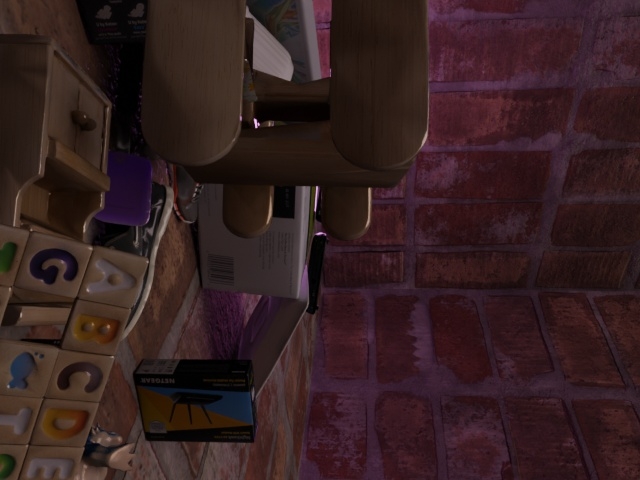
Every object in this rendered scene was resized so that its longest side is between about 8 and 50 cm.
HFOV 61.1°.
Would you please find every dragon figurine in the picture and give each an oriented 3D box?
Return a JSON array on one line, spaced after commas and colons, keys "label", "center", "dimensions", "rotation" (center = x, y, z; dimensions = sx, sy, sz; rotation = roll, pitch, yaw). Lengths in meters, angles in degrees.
[{"label": "dragon figurine", "center": [-0.279, 0.219, 0.508], "dimensions": [0.289, 0.144, 0.085], "rotation": [32, 58, -60]}]

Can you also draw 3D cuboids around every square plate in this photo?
[{"label": "square plate", "center": [-0.129, 0.204, 1.323], "dimensions": [0.347, 0.049, 0.344], "rotation": [-60, -166, 17]}]

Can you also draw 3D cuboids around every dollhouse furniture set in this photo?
[{"label": "dollhouse furniture set", "center": [-0.113, -0.043, 0.536], "dimensions": [0.362, 0.394, 0.257], "rotation": [103, -12, -82]}]

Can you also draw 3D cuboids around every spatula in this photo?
[{"label": "spatula", "center": [-0.271, -0.162, 0.750], "dimensions": [0.030, 0.084, 0.297], "rotation": [135, -44, -55]}]

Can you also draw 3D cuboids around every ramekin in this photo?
[{"label": "ramekin", "center": [-0.153, -0.219, 0.839], "dimensions": [0.273, 0.127, 0.273], "rotation": [-45, -154, 29]}]

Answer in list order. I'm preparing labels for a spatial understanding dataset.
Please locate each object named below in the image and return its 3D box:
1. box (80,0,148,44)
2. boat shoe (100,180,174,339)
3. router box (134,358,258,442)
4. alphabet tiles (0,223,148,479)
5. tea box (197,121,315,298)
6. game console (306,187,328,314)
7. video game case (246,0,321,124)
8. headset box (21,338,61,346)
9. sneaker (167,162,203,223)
[{"label": "box", "center": [-0.232, -0.408, 0.688], "dimensions": [0.165, 0.143, 0.270], "rotation": [-82, 169, -54]}, {"label": "boat shoe", "center": [-0.271, 0.021, 0.741], "dimensions": [0.079, 0.084, 0.233], "rotation": [25, 66, -43]}, {"label": "router box", "center": [-0.193, 0.256, 0.865], "dimensions": [0.046, 0.178, 0.133], "rotation": [-80, 168, -68]}, {"label": "alphabet tiles", "center": [-0.248, 0.098, 0.360], "dimensions": [0.009, 0.198, 0.237], "rotation": [34, -75, 57]}, {"label": "tea box", "center": [-0.124, -0.104, 1.196], "dimensions": [0.323, 0.219, 0.329], "rotation": [-77, 172, -61]}, {"label": "game console", "center": [0.000, 0.000, 1.359], "dimensions": [0.213, 0.043, 0.362], "rotation": [-72, 171, -88]}, {"label": "video game case", "center": [-0.134, -0.354, 0.975], "dimensions": [0.036, 0.299, 0.329], "rotation": [-56, 159, -24]}, {"label": "headset box", "center": [-0.286, 0.146, 0.558], "dimensions": [0.032, 0.062, 0.083], "rotation": [80, 12, -55]}, {"label": "sneaker", "center": [-0.237, -0.103, 0.994], "dimensions": [0.061, 0.064, 0.158], "rotation": [-79, 167, -60]}]
